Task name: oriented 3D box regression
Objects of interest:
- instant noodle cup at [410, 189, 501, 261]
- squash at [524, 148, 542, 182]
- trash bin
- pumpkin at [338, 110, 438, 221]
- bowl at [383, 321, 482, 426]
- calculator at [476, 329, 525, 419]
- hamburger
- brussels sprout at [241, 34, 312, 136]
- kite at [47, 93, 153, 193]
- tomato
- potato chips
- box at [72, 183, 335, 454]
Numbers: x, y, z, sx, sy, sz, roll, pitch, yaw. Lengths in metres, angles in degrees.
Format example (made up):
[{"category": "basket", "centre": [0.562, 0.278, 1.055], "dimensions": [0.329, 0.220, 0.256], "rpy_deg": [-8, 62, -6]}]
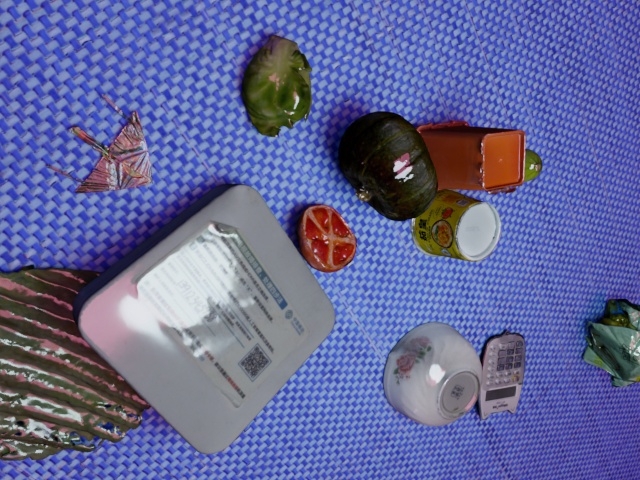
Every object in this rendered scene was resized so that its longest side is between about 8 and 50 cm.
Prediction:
[{"category": "instant noodle cup", "centre": [0.333, -0.033, 1.066], "dimensions": [0.182, 0.144, 0.183], "rpy_deg": [-5, 104, -23]}, {"category": "squash", "centre": [0.452, -0.177, 1.063], "dimensions": [0.095, 0.188, 0.095], "rpy_deg": [-5, 102, -25]}, {"category": "trash bin", "centre": [0.306, -0.178, 0.967], "dimensions": [0.184, 0.238, 0.161], "rpy_deg": [-11, 106, -19]}, {"category": "pumpkin", "centre": [0.131, -0.145, 0.905], "dimensions": [0.159, 0.238, 0.238], "rpy_deg": [-35, 114, -8]}, {"category": "bowl", "centre": [0.314, 0.366, 1.154], "dimensions": [0.276, 0.145, 0.277], "rpy_deg": [-7, 107, -24]}, {"category": "calculator", "centre": [0.537, 0.394, 1.315], "dimensions": [0.177, 0.040, 0.269], "rpy_deg": [2, 100, -25]}, {"category": "hamburger", "centre": [0.931, 0.322, 1.397], "dimensions": [0.150, 0.260, 0.276], "rpy_deg": [-10, 72, 2]}, {"category": "brussels sprout", "centre": [-0.082, -0.295, 0.850], "dimensions": [0.138, 0.100, 0.181], "rpy_deg": [4, 112, -5]}, {"category": "kite", "centre": [-0.371, -0.150, 0.795], "dimensions": [0.160, 0.010, 0.183], "rpy_deg": [37, 89, -30]}, {"category": "tomato", "centre": [0.000, 0.000, 0.955], "dimensions": [0.155, 0.069, 0.156], "rpy_deg": [22, 55, -36]}, {"category": "potato chips", "centre": [-0.500, 0.233, 0.775], "dimensions": [0.388, 0.097, 0.374], "rpy_deg": [5, 98, -31]}, {"category": "box", "centre": [-0.190, 0.142, 0.858], "dimensions": [0.396, 0.111, 0.396], "rpy_deg": [-43, 117, -25]}]
